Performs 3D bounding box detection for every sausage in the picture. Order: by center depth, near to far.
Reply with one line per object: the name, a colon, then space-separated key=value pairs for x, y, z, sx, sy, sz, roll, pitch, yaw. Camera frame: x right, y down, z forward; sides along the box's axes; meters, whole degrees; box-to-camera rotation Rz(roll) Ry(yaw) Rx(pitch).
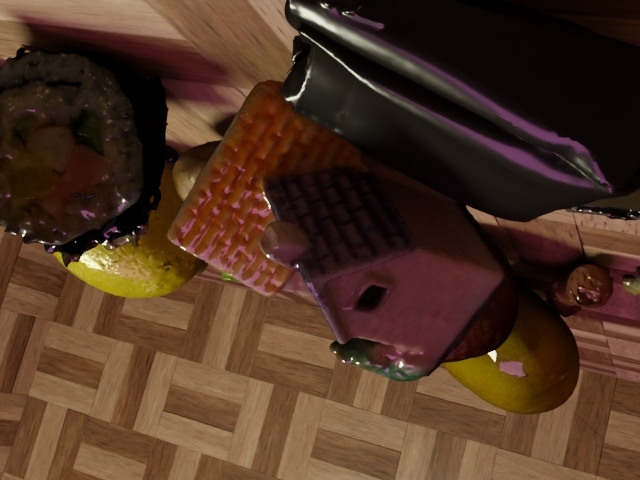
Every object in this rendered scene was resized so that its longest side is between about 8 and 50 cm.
sausage: x=0.396 y=0.077 z=1.317 sx=0.078 sy=0.078 sz=0.304 roll=14 pitch=174 yaw=8

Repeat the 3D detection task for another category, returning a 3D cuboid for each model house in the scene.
model house: x=0.000 y=0.000 z=0.805 sx=0.237 sy=0.202 sz=0.237 roll=18 pitch=-145 yaw=-35

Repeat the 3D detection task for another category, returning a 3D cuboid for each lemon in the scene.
lemon: x=-0.300 y=-0.031 z=1.320 sx=0.263 sy=0.236 sz=0.236 roll=16 pitch=172 yaw=-24

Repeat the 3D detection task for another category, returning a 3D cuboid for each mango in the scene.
mango: x=0.332 y=0.188 z=1.524 sx=0.301 sy=0.220 sz=0.445 roll=43 pitch=-177 yaw=7

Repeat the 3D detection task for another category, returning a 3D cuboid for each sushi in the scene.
sushi: x=-0.275 y=-0.092 z=0.967 sx=0.225 sy=0.239 sz=0.219 roll=4 pitch=165 yaw=-2

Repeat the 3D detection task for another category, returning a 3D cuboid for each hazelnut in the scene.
hazelnut: x=0.180 y=0.081 z=1.291 sx=0.218 sy=0.218 sz=0.234 roll=23 pitch=168 yaw=-40

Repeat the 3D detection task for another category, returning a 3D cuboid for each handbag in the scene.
handbag: x=0.093 y=-0.104 z=0.608 sx=0.257 sy=0.114 sz=0.285 roll=21 pitch=178 yaw=0

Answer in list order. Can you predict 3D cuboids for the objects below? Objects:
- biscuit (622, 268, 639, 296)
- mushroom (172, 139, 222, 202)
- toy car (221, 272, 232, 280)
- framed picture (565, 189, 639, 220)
biscuit: x=0.535 y=0.073 z=1.189 sx=0.176 sy=0.031 sz=0.228 roll=15 pitch=172 yaw=-4
mushroom: x=-0.057 y=-0.049 z=1.089 sx=0.278 sy=0.146 sz=0.278 roll=19 pitch=162 yaw=6
toy car: x=-0.062 y=-0.006 z=1.452 sx=0.235 sy=0.145 sz=0.235 roll=-1 pitch=174 yaw=0
framed picture: x=0.336 y=-0.050 z=0.818 sx=0.281 sy=0.019 sz=0.209 roll=8 pitch=168 yaw=37
